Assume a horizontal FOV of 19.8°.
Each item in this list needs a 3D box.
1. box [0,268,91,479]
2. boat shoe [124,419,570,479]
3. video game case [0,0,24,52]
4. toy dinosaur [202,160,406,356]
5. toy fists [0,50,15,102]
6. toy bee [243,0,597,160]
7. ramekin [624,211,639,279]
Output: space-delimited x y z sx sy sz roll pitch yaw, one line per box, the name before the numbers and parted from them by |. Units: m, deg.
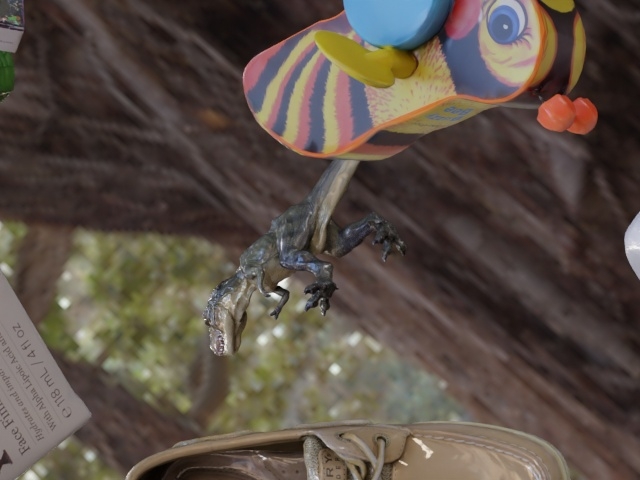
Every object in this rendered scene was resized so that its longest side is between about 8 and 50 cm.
box | -0.267 0.062 1.137 0.119 0.182 0.181 -40 -62 -26
boat shoe | 0.017 0.173 1.248 0.098 0.302 0.109 42 -131 -72
video game case | -0.380 -0.284 1.676 0.210 0.232 0.042 6 -37 -21
toy dinosaur | 0.000 0.000 1.565 0.268 0.118 0.064 -49 -45 -2
toy fists | -0.450 -0.189 1.842 0.142 0.279 0.096 -18 -63 -58
toy bee | 0.083 -0.114 1.086 0.195 0.162 0.298 -11 -23 -33
ramekin | 0.325 0.035 1.165 0.135 0.277 0.277 -46 -16 -2
